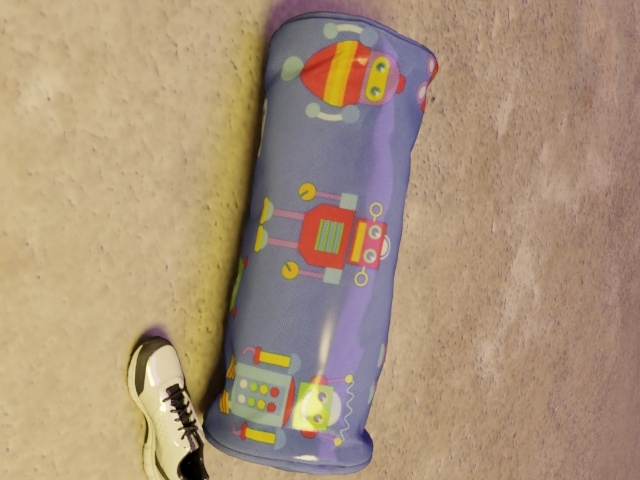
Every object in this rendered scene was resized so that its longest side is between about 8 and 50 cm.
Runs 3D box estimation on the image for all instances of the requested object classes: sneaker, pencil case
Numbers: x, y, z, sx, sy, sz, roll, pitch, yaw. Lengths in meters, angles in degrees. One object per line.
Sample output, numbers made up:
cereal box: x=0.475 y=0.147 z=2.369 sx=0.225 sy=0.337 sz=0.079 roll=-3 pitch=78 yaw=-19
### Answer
sneaker: x=-0.094 y=0.113 z=0.534 sx=0.040 sy=0.044 sz=0.109 roll=-26 pitch=115 yaw=-44
pencil case: x=0.000 y=0.000 z=0.571 sx=0.119 sy=0.133 sz=0.306 roll=10 pitch=88 yaw=-11
